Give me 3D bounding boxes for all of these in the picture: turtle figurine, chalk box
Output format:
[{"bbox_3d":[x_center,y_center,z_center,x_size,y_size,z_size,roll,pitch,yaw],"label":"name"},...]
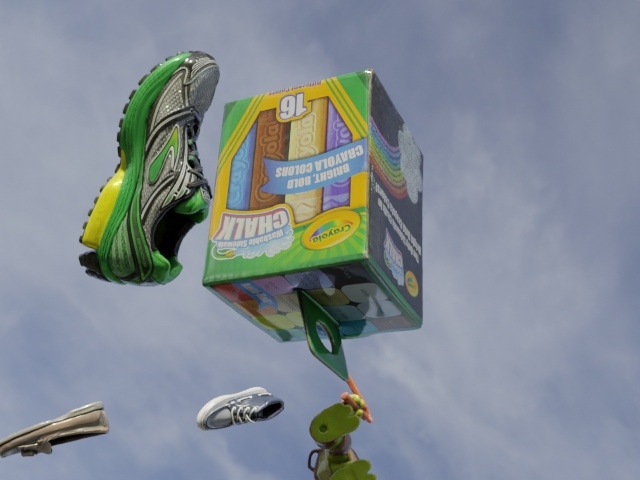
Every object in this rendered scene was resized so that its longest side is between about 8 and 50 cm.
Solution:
[{"bbox_3d":[0.026,0.275,1.052,0.087,0.270,0.217,-4,-26,3],"label":"turtle figurine"},{"bbox_3d":[0.000,0.000,0.882,0.179,0.289,0.180,-8,-31,23],"label":"chalk box"}]

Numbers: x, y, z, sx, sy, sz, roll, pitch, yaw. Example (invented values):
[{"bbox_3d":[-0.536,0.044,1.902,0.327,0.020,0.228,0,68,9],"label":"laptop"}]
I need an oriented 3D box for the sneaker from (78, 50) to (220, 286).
[{"bbox_3d":[-0.199,-0.095,1.149,0.146,0.344,0.134,13,-9,20],"label":"sneaker"}]

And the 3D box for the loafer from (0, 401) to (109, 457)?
[{"bbox_3d":[-0.303,0.224,0.953,0.039,0.125,0.045,65,-18,13],"label":"loafer"}]

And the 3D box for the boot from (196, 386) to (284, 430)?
[{"bbox_3d":[-0.174,0.376,1.840,0.086,0.190,0.069,12,-66,48],"label":"boot"}]
